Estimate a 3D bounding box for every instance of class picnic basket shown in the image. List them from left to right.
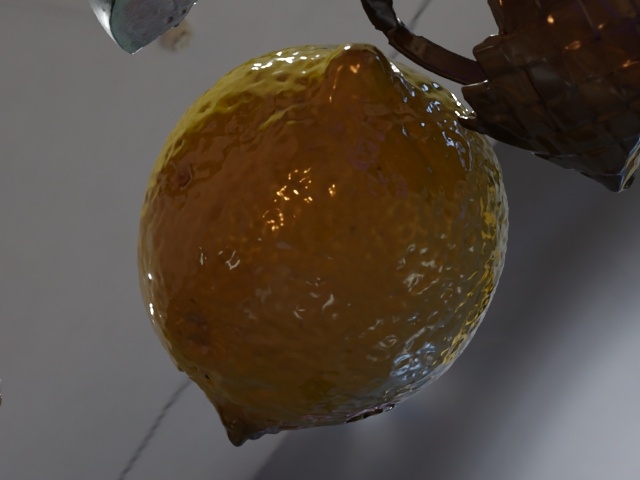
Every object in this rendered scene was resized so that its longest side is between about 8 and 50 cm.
[{"bbox_3d":[0.106,-0.121,0.635,0.128,0.178,0.138,85,-151,-55],"label":"picnic basket"}]

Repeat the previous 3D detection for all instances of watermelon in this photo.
[{"bbox_3d":[-0.208,-0.397,1.417,0.322,0.175,0.188,-63,-22,0],"label":"watermelon"}]

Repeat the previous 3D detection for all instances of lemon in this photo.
[{"bbox_3d":[0.004,-0.006,0.757,0.228,0.228,0.253,-10,-41,-50],"label":"lemon"}]
